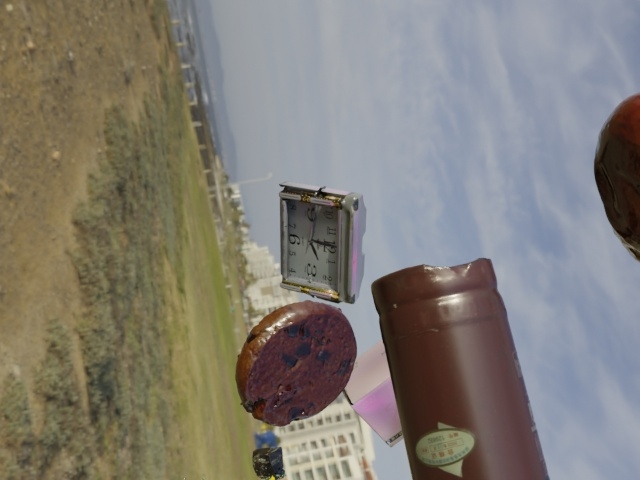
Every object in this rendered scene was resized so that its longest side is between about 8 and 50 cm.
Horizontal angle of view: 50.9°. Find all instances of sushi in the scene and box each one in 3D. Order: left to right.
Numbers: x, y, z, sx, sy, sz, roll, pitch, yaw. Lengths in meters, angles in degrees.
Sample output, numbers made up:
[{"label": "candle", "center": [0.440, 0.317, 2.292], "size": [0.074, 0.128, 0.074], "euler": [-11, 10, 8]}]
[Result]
[{"label": "sushi", "center": [-0.142, 0.607, 1.814], "size": [0.056, 0.083, 0.084], "euler": [-19, 96, -55]}]

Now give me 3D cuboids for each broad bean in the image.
[{"label": "broad bean", "center": [0.426, -0.078, 0.852], "size": [0.156, 0.122, 0.228], "euler": [-144, -142, -72]}]

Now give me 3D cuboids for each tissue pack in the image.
[{"label": "tissue pack", "center": [0.168, 0.229, 1.183], "size": [0.148, 0.246, 0.092], "euler": [50, 4, -32]}]

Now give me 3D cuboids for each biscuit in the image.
[{"label": "biscuit", "center": [-0.032, 0.168, 0.924], "size": [0.049, 0.192, 0.192], "euler": [28, -47, 47]}]

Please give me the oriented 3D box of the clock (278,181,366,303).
[{"label": "clock", "center": [0.000, 0.000, 1.419], "size": [0.083, 0.186, 0.253], "euler": [-36, 133, -56]}]

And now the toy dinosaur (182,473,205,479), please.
[{"label": "toy dinosaur", "center": [-0.287, 0.681, 1.665], "size": [0.206, 0.327, 0.113], "euler": [54, -1, 17]}]

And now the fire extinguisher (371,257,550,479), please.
[{"label": "fire extinguisher", "center": [0.134, 0.186, 0.566], "size": [0.135, 0.114, 0.337], "euler": [128, -48, -72]}]
